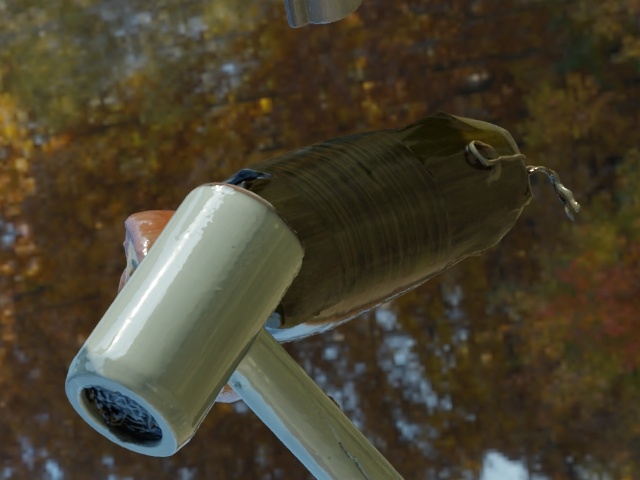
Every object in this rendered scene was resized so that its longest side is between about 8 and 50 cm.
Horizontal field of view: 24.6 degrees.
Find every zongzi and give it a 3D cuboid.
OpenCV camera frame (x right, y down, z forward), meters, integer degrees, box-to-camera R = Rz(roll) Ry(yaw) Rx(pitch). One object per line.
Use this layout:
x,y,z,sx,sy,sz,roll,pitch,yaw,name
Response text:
0.000,0.000,0.962,0.247,0.241,0.111,-20,-92,-32,zongzi

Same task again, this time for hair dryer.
-0.021,0.097,0.771,0.236,0.073,0.131,50,-128,-27,hair dryer

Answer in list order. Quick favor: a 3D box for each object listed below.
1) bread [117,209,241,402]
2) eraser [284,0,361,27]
-0.126,0.066,1.418,0.244,0.123,0.190,-162,70,-74,bread
-0.006,-0.378,1.462,0.171,0.087,0.291,-59,-33,-42,eraser
